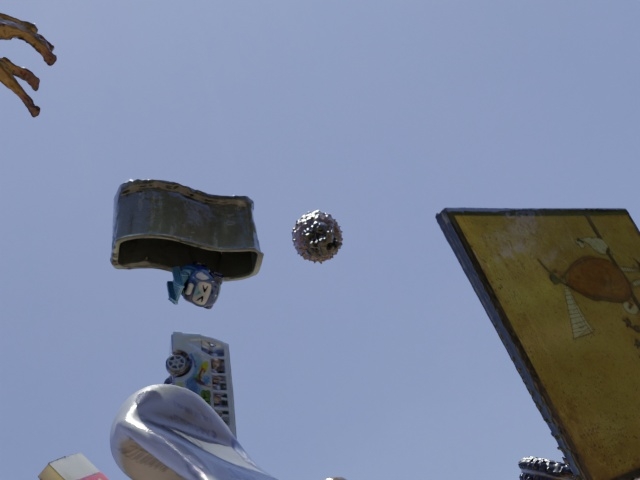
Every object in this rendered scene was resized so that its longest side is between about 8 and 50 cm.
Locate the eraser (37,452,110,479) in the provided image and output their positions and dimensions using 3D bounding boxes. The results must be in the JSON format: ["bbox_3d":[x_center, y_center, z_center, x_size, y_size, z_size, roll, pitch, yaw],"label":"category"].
[{"bbox_3d":[-0.381,0.472,1.872,0.038,0.230,0.157,-49,-9,2],"label":"eraser"}]

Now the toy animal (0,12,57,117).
[{"bbox_3d":[-0.465,-0.230,1.383,0.054,0.149,0.275,-3,4,44],"label":"toy animal"}]

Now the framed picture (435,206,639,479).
[{"bbox_3d":[0.257,0.079,0.944,0.339,0.255,0.014,-1,-31,-48],"label":"framed picture"}]

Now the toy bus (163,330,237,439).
[{"bbox_3d":[-0.240,0.336,2.109,0.136,0.329,0.109,0,-39,-12],"label":"toy bus"}]

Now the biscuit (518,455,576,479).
[{"bbox_3d":[0.396,0.376,1.628,0.194,0.195,0.053,33,-112,-55],"label":"biscuit"}]

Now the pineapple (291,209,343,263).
[{"bbox_3d":[0.000,0.000,2.068,0.108,0.108,0.198,-31,10,-3],"label":"pineapple"}]

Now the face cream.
[{"bbox_3d":[-0.128,0.280,1.279,0.235,0.420,0.137,33,-100,-32],"label":"face cream"}]

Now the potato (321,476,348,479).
[{"bbox_3d":[0.037,0.379,1.597,0.037,0.093,0.036,54,-123,-86],"label":"potato"}]

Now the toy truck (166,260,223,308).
[{"bbox_3d":[-0.190,0.066,1.527,0.090,0.073,0.056,-7,-58,-58],"label":"toy truck"}]

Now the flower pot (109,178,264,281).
[{"bbox_3d":[-0.201,-0.014,1.601,0.229,0.108,0.103,8,-36,-22],"label":"flower pot"}]
